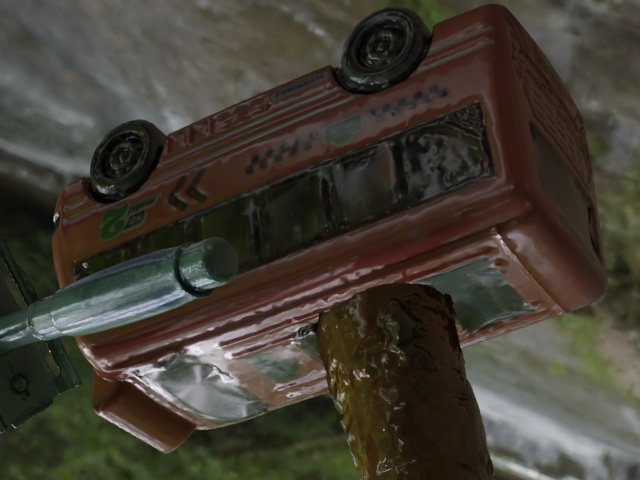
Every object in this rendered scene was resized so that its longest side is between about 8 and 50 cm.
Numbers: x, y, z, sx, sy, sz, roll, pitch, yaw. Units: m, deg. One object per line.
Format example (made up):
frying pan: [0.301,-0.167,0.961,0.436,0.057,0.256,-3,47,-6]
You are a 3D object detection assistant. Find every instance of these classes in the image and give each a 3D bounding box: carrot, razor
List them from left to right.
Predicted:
razor: [-0.074,0.021,0.452,0.135,0.040,0.068,-18,103,42]
carrot: [0.062,0.153,0.837,0.101,0.263,0.102,-7,145,-5]

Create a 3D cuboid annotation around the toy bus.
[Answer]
toy bus: [0.000,0.000,1.076,0.427,0.233,0.203,-21,142,23]
